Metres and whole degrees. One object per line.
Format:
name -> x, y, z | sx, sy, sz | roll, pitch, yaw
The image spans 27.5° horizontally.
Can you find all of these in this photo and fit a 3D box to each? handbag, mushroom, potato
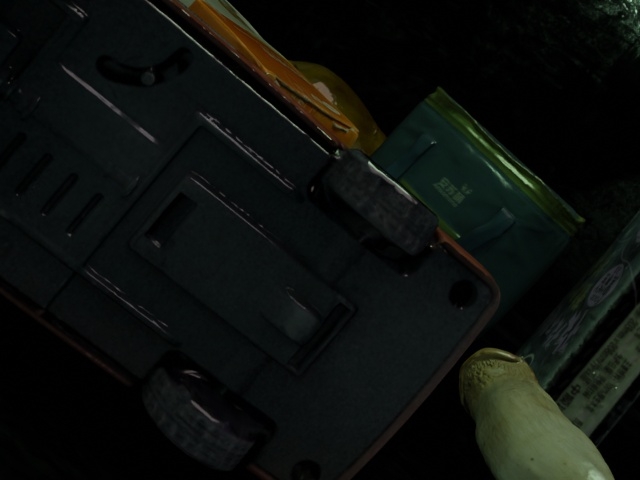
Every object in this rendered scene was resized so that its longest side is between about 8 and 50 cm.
handbag -> 0.158, -0.022, 1.628 | 0.263, 0.241, 0.222 | 44, 8, 21
mushroom -> 0.215, 0.204, 1.266 | 0.123, 0.095, 0.351 | 40, 9, -20
potato -> 0.031, -0.116, 1.850 | 0.369, 0.176, 0.195 | 43, -18, -12

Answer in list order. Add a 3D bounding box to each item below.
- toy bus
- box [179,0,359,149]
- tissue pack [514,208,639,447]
toy bus -> -0.111, -0.047, 0.808 | 0.427, 0.203, 0.233 | 40, 5, -14
box -> -0.137, -0.208, 1.626 | 0.341, 0.143, 0.225 | 49, 12, 33
tissue pack -> 0.353, 0.089, 1.546 | 0.122, 0.361, 0.259 | 37, 9, 1
